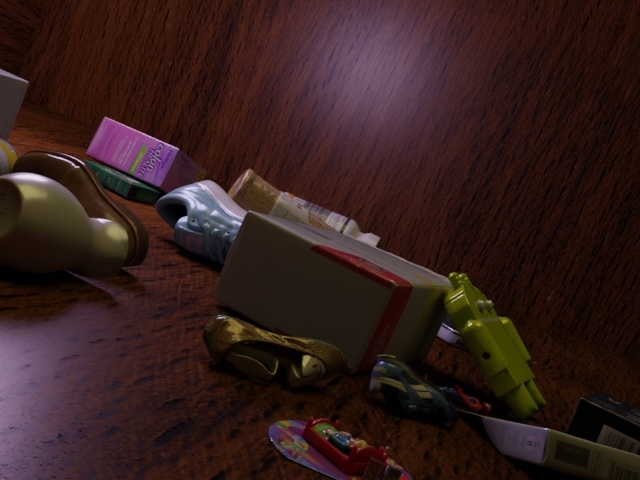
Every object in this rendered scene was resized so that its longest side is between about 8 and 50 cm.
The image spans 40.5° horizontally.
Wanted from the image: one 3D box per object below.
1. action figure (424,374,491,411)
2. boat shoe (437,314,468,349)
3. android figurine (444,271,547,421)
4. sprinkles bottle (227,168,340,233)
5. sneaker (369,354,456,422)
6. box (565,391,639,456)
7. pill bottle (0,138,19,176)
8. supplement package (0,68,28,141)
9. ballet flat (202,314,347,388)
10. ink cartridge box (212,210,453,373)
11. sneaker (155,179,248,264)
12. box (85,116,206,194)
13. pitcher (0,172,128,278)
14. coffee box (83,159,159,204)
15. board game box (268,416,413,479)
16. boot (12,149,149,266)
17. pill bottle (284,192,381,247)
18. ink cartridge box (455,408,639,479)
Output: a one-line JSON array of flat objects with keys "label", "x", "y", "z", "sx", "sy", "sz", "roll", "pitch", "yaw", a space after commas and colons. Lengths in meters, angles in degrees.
[{"label": "action figure", "x": 0.218, "y": 0.246, "z": 1.382, "sx": 0.115, "sy": 0.030, "sz": 0.038, "roll": 25, "pitch": 1, "yaw": 8}, {"label": "boat shoe", "x": 0.269, "y": 0.153, "z": 2.042, "sx": 0.113, "sy": 0.105, "sz": 0.306, "roll": 20, "pitch": 6, "yaw": -26}, {"label": "android figurine", "x": 0.297, "y": 0.176, "z": 1.491, "sx": 0.273, "sy": 0.056, "sz": 0.248, "roll": 63, "pitch": 19, "yaw": 16}, {"label": "sprinkles bottle", "x": -0.050, "y": -0.014, "z": 1.941, "sx": 0.355, "sy": 0.121, "sz": 0.121, "roll": 35, "pitch": 3, "yaw": -12}, {"label": "sneaker", "x": 0.124, "y": 0.217, "z": 1.194, "sx": 0.144, "sy": 0.059, "sz": 0.053, "roll": 37, "pitch": -29, "yaw": -13}, {"label": "box", "x": 0.486, "y": 0.319, "z": 1.380, "sx": 0.156, "sy": 0.093, "sz": 0.158, "roll": 25, "pitch": 7, "yaw": 29}, {"label": "pill bottle", "x": -0.563, "y": -0.119, "z": 1.407, "sx": 0.103, "sy": 0.103, "sz": 0.184, "roll": 22, "pitch": 6, "yaw": -3}, {"label": "supplement package", "x": -0.728, "y": -0.261, "z": 1.619, "sx": 0.198, "sy": 0.199, "sz": 0.262, "roll": 24, "pitch": 6, "yaw": 12}, {"label": "ballet flat", "x": -0.053, "y": 0.154, "z": 1.093, "sx": 0.206, "sy": 0.073, "sz": 0.067, "roll": 17, "pitch": 35, "yaw": -25}, {"label": "ink cartridge box", "x": 0.042, "y": 0.089, "z": 1.488, "sx": 0.279, "sy": 0.160, "sz": 0.384, "roll": 25, "pitch": 6, "yaw": 23}, {"label": "sneaker", "x": -0.205, "y": 0.004, "z": 1.716, "sx": 0.150, "sy": 0.135, "sz": 0.366, "roll": -19, "pitch": 36, "yaw": -31}, {"label": "box", "x": -0.470, "y": -0.209, "z": 2.358, "sx": 0.243, "sy": 0.117, "sz": 0.213, "roll": 23, "pitch": -7, "yaw": 16}, {"label": "pitcher", "x": -0.382, "y": -0.014, "z": 1.146, "sx": 0.177, "sy": 0.126, "sz": 0.207, "roll": 2, "pitch": -13, "yaw": 21}, {"label": "coffee box", "x": -0.509, "y": -0.147, "z": 2.197, "sx": 0.184, "sy": 0.040, "sz": 0.113, "roll": 26, "pitch": 5, "yaw": 30}, {"label": "board game box", "x": 0.030, "y": 0.215, "z": 0.908, "sx": 0.168, "sy": 0.033, "sz": 0.133, "roll": 23, "pitch": 6, "yaw": 3}, {"label": "boot", "x": -0.408, "y": -0.057, "z": 1.365, "sx": 0.305, "sy": 0.112, "sz": 0.115, "roll": 34, "pitch": 24, "yaw": 28}, {"label": "pill bottle", "x": 0.000, "y": 0.000, "z": 2.177, "sx": 0.278, "sy": 0.162, "sz": 0.162, "roll": 23, "pitch": 6, "yaw": 7}, {"label": "ink cartridge box", "x": 0.321, "y": 0.300, "z": 1.251, "sx": 0.189, "sy": 0.066, "sz": 0.232, "roll": 20, "pitch": -15, "yaw": -23}]
